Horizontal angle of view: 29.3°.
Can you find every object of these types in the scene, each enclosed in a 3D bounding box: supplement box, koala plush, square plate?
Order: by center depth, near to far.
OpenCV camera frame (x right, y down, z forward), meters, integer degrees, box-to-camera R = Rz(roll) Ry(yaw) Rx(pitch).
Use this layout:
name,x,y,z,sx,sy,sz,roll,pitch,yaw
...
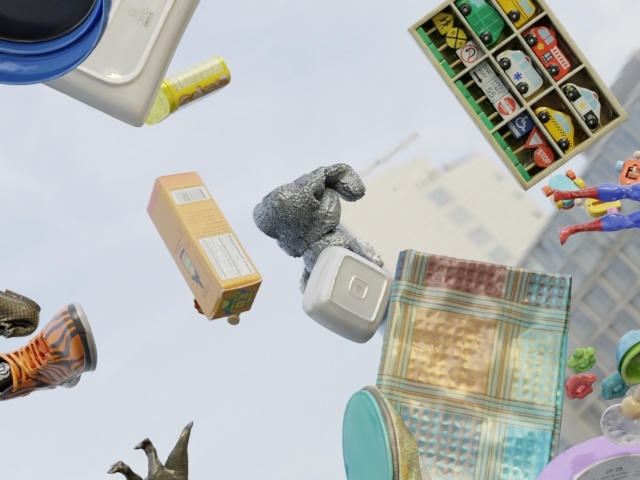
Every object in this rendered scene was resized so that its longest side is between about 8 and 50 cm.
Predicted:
name,x,y,z,sx,sy,sz,roll,pitch,yaw
supplement box,-0.177,0.006,1.835,0.080,0.233,0.078,-10,-36,-32
square plate,-0.399,-0.418,2.127,0.049,0.344,0.347,142,151,-72
koala plush,0.000,0.000,2.192,0.196,0.221,0.203,-33,-8,24

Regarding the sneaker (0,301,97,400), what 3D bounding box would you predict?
name,x,y,z,sx,sy,sz,roll,pitch,yaw
sneaker,-0.524,0.225,2.259,0.180,0.125,0.321,-16,-21,-28

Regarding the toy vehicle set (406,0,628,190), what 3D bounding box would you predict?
name,x,y,z,sx,sy,sz,roll,pitch,yaw
toy vehicle set,0.257,-0.219,1.608,0.166,0.267,0.035,-37,4,4

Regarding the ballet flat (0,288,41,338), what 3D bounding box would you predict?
name,x,y,z,sx,sy,sz,roll,pitch,yaw
ballet flat,-0.495,0.074,1.628,0.084,0.249,0.058,-40,31,55

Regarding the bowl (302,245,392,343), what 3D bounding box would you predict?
name,x,y,z,sx,sy,sz,roll,pitch,yaw
bowl,0.053,0.086,2.022,0.053,0.142,0.142,-32,32,58

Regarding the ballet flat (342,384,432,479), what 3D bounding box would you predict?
name,x,y,z,sx,sy,sz,roll,pitch,yaw
ballet flat,0.106,0.360,1.610,0.123,0.349,0.123,-6,-33,-4

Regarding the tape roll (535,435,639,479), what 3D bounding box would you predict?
name,x,y,z,sx,sy,sz,roll,pitch,yaw
tape roll,0.399,0.362,1.520,0.274,0.274,0.090,-33,-51,-30

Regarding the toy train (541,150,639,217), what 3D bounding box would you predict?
name,x,y,z,sx,sy,sz,roll,pitch,yaw
toy train,0.434,-0.086,1.925,0.046,0.166,0.125,64,-140,-55

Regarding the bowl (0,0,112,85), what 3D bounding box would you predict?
name,x,y,z,sx,sy,sz,roll,pitch,yaw
bowl,-0.466,-0.392,1.686,0.391,0.391,0.077,118,174,-46

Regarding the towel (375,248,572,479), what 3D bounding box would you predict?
name,x,y,z,sx,sy,sz,roll,pitch,yaw
towel,0.216,0.202,1.760,0.040,0.271,0.370,89,-169,-69

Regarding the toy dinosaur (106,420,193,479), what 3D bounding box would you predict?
name,x,y,z,sx,sy,sz,roll,pitch,yaw
toy dinosaur,-0.295,0.445,2.099,0.121,0.160,0.313,-27,21,36

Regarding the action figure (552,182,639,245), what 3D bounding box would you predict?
name,x,y,z,sx,sy,sz,roll,pitch,yaw
action figure,0.445,-0.042,1.575,0.280,0.092,0.139,-8,10,12

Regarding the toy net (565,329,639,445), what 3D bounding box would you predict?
name,x,y,z,sx,sy,sz,roll,pitch,yaw
toy net,0.362,0.194,1.471,0.122,0.045,0.232,-24,-45,-6

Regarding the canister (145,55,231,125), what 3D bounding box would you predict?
name,x,y,z,sx,sy,sz,roll,pitch,yaw
canister,-0.277,-0.305,2.479,0.170,0.073,0.126,-31,4,-36

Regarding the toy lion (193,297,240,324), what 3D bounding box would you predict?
name,x,y,z,sx,sy,sz,roll,pitch,yaw
toy lion,-0.178,0.107,2.212,0.100,0.096,0.034,-53,19,37
